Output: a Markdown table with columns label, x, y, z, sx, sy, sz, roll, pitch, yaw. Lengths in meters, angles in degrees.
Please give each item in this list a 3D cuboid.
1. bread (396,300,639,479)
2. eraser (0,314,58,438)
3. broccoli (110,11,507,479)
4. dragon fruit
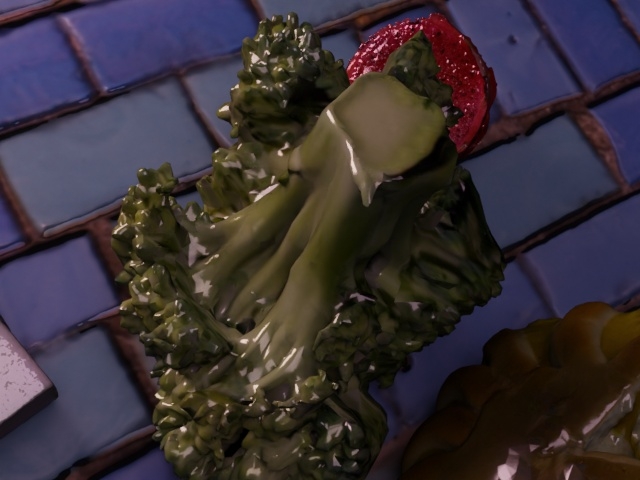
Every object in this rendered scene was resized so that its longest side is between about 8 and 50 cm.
| label | x | y | z | sx | sy | sz | roll | pitch | yaw |
| --- | --- | --- | --- | --- | --- | --- | --- | --- | --- |
| bread | 0.184 | 0.193 | 0.684 | 0.333 | 0.160 | 0.333 | -17 | 44 | 18 |
| eraser | -0.338 | 0.044 | 0.702 | 0.130 | 0.086 | 0.287 | -37 | 83 | -23 |
| broccoli | -0.003 | -0.001 | 0.719 | 0.277 | 0.317 | 0.338 | 36 | 27 | 11 |
| dragon fruit | 0.109 | -0.130 | 0.890 | 0.111 | 0.153 | 0.153 | -5 | 65 | -60 |
